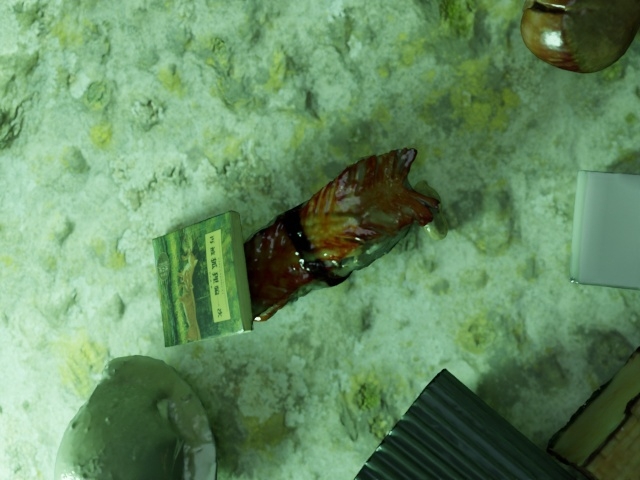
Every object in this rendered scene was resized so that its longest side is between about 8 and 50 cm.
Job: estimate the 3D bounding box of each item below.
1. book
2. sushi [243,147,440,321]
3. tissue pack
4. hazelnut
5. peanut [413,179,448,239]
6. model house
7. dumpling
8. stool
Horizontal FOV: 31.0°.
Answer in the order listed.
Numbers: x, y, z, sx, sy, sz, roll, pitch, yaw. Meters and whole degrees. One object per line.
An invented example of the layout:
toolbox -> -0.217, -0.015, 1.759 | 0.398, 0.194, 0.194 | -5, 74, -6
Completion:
book -> -0.163, 0.057, 1.562 | 0.228, 0.024, 0.160 | -15, 81, 55
sushi -> 0.000, 0.000, 1.522 | 0.332, 0.130, 0.124 | -33, 81, 26
tissue pack -> 0.429, -0.004, 1.364 | 0.246, 0.159, 0.135 | 6, 93, 18
hazelnut -> 0.324, -0.281, 1.425 | 0.154, 0.143, 0.143 | -45, 76, 5
peanut -> 0.146, -0.040, 1.524 | 0.037, 0.037, 0.083 | -19, 77, 17
model house -> 0.405, 0.249, 1.379 | 0.172, 0.166, 0.183 | 42, 87, 0
dumpling -> -0.251, 0.302, 1.583 | 0.227, 0.175, 0.243 | 8, 102, 12
stool -> 0.195, 0.365, 1.373 | 0.330, 0.297, 0.297 | 35, 100, 12
